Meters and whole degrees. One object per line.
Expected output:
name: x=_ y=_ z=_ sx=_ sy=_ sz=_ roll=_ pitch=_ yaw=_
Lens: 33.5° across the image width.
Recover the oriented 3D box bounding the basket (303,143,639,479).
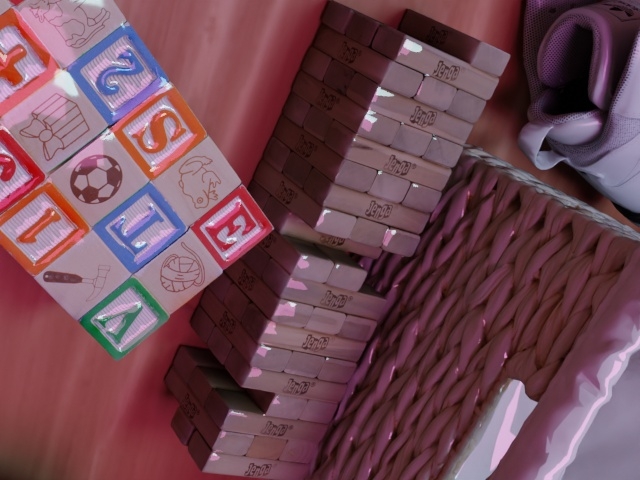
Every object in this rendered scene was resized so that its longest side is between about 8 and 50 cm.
basket: x=0.182 y=0.136 z=0.811 sx=0.331 sy=0.266 sz=0.328 roll=21 pitch=104 yaw=-37

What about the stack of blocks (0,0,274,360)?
stack of blocks: x=-0.175 y=-0.065 z=0.587 sx=0.171 sy=0.087 sz=0.297 roll=-40 pitch=130 yaw=-6

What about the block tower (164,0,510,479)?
block tower: x=0.000 y=0.000 z=0.732 sx=0.097 sy=0.091 sz=0.335 roll=16 pitch=106 yaw=-38

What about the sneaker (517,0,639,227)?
sneaker: x=0.286 y=-0.182 z=0.776 sx=0.210 sy=0.137 sz=0.365 roll=14 pitch=111 yaw=-40
